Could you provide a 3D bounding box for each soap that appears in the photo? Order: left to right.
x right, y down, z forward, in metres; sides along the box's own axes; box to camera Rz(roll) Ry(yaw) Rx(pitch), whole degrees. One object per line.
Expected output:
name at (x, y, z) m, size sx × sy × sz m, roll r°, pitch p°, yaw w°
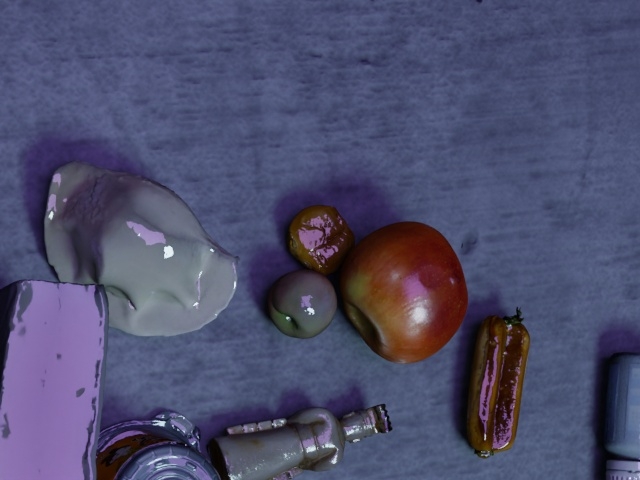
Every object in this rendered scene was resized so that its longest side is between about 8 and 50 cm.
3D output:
soap at (-0.295, 0.191, 1.501) m, size 0.107 × 0.296 × 0.285 m, roll 8°, pitch 78°, yaw -22°

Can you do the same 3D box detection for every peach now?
peach at (-0.020, 0.072, 1.755) m, size 0.083 × 0.083 × 0.083 m, roll 3°, pitch 81°, yaw -23°

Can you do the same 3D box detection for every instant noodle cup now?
instant noodle cup at (-0.179, 0.281, 1.629) m, size 0.177 × 0.125 × 0.208 m, roll 16°, pitch 76°, yaw -20°

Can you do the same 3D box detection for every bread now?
bread at (0.000, 0.000, 1.790) m, size 0.081 × 0.046 × 0.083 m, roll -10°, pitch 88°, yaw -22°

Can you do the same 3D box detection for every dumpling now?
dumpling at (-0.213, 0.014, 1.668) m, size 0.215 × 0.126 × 0.166 m, roll 31°, pitch 98°, yaw -26°

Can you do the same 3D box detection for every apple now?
apple at (0.100, 0.058, 1.764) m, size 0.139 × 0.163 × 0.163 m, roll -34°, pitch 96°, yaw -17°

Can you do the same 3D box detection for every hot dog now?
hot dog at (0.213, 0.173, 1.852) m, size 0.072 × 0.055 × 0.188 m, roll 16°, pitch 76°, yaw -24°

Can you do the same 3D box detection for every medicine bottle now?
medicine bottle at (0.397, 0.245, 1.907) m, size 0.083 × 0.083 × 0.203 m, roll 12°, pitch 78°, yaw -21°

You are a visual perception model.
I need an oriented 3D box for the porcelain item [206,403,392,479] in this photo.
porcelain item at (-0.020, 0.231, 1.743) m, size 0.213 × 0.054 × 0.084 m, roll -15°, pitch 91°, yaw -24°
